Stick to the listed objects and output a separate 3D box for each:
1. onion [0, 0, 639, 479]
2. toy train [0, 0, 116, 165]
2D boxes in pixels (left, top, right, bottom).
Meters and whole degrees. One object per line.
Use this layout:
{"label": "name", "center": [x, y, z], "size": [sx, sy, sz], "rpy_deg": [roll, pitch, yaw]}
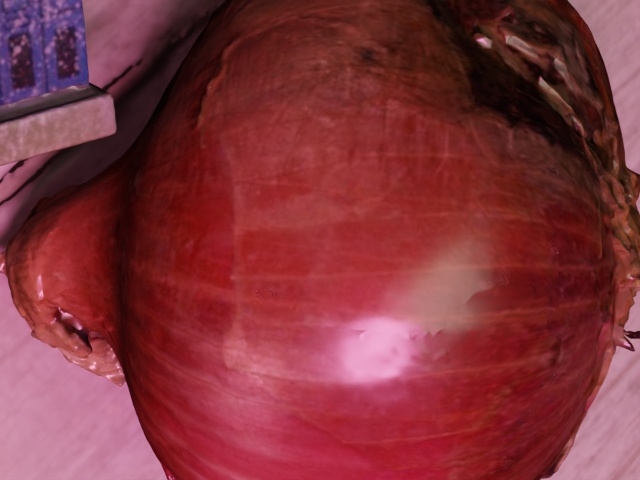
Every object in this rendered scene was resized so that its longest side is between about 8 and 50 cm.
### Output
{"label": "onion", "center": [0.032, 0.006, 1.038], "size": [0.354, 0.354, 0.353], "rpy_deg": [-10, 107, -33]}
{"label": "toy train", "center": [-0.247, -0.113, 0.930], "size": [0.300, 0.131, 0.202], "rpy_deg": [-18, 119, -29]}
